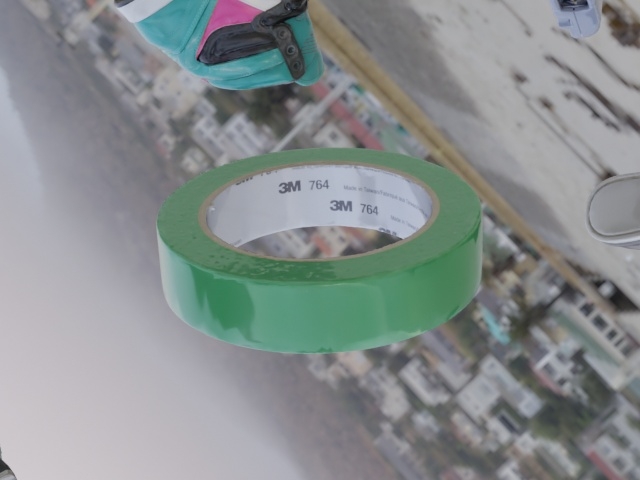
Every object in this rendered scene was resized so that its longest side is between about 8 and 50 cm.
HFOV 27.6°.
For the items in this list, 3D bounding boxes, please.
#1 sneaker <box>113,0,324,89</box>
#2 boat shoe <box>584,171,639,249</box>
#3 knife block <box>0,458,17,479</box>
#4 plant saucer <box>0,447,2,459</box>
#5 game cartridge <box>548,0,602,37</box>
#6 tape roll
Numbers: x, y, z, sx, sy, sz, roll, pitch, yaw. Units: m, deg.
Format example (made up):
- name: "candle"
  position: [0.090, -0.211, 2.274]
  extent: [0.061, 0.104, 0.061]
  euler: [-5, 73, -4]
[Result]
- name: "sneaker"
  position: [-0.031, -0.243, 1.255]
  extent: [0.178, 0.295, 0.124]
  euler: [51, -159, -29]
- name: "boat shoe"
  position: [0.448, -0.038, 1.410]
  extent: [0.095, 0.112, 0.335]
  euler: [15, 167, -43]
- name: "knife block"
  position: [-0.295, 0.135, 0.784]
  extent: [0.275, 0.242, 0.088]
  euler: [46, -132, 1]
- name: "plant saucer"
  position: [-0.370, 0.191, 1.157]
  extent: [0.195, 0.037, 0.195]
  euler: [17, -124, -28]
- name: "game cartridge"
  position: [0.252, -0.371, 1.363]
  extent: [0.294, 0.060, 0.196]
  euler: [49, -140, -58]
- name: "tape roll"
  position: [0.000, 0.000, 1.300]
  extent: [0.321, 0.321, 0.077]
  euler: [-123, 26, -61]
